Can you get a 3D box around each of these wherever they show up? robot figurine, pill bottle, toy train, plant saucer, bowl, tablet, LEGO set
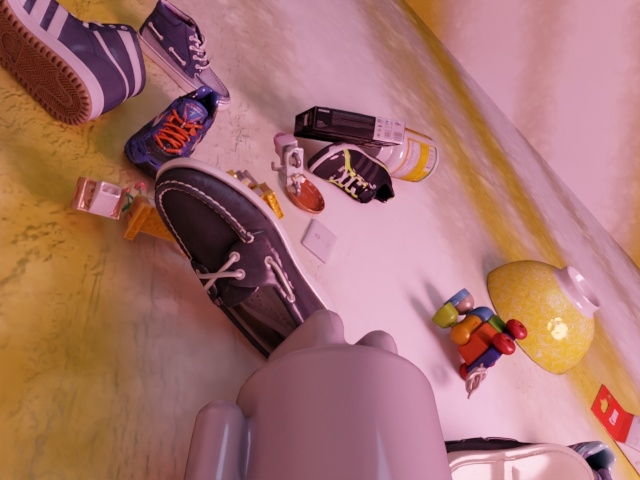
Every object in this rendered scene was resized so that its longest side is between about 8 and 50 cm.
[{"bbox_3d":[0.020,0.236,0.480,0.300,0.199,0.353,22,39,-22],"label":"robot figurine"},{"bbox_3d":[0.167,-0.200,1.220,0.209,0.117,0.117,4,52,-48],"label":"pill bottle"},{"bbox_3d":[0.250,0.168,0.941,0.143,0.105,0.248,47,30,18],"label":"toy train"},{"bbox_3d":[-0.028,-0.079,0.949,0.084,0.013,0.083,32,34,-25],"label":"plant saucer"},{"bbox_3d":[0.544,0.148,1.259,0.290,0.156,0.289,31,36,-26],"label":"bowl"},{"bbox_3d":[0.000,0.000,0.903,0.054,0.006,0.083,41,32,-11],"label":"tablet"},{"bbox_3d":[-0.163,-0.060,0.687,0.287,0.132,0.107,-15,41,-26],"label":"LEGO set"}]

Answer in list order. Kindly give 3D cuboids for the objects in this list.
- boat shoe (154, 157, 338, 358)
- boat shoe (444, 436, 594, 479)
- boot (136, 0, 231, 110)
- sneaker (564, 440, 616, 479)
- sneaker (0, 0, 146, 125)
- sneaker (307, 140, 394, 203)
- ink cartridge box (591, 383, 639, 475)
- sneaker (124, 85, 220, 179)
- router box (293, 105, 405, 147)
[{"bbox_3d":[-0.080,0.041,0.614,0.302,0.114,0.091,48,39,-26],"label":"boat shoe"},{"bbox_3d":[0.238,0.328,0.734,0.340,0.113,0.127,12,80,-33],"label":"boat shoe"},{"bbox_3d":[-0.213,-0.306,0.904,0.190,0.086,0.069,38,33,-16],"label":"boot"},{"bbox_3d":[0.401,0.407,0.830,0.110,0.122,0.283,47,32,-3],"label":"sneaker"},{"bbox_3d":[-0.349,-0.284,0.700,0.282,0.099,0.153,51,36,-8],"label":"sneaker"},{"bbox_3d":[0.077,-0.122,1.057,0.235,0.084,0.097,5,54,-48],"label":"sneaker"},{"bbox_3d":[0.740,0.454,1.257,0.189,0.066,0.232,-10,67,-54],"label":"ink cartridge box"},{"bbox_3d":[-0.200,-0.157,0.756,0.083,0.087,0.221,35,33,-19],"label":"sneaker"},{"bbox_3d":[0.051,-0.212,1.036,0.179,0.046,0.133,6,3,-19],"label":"router box"}]
